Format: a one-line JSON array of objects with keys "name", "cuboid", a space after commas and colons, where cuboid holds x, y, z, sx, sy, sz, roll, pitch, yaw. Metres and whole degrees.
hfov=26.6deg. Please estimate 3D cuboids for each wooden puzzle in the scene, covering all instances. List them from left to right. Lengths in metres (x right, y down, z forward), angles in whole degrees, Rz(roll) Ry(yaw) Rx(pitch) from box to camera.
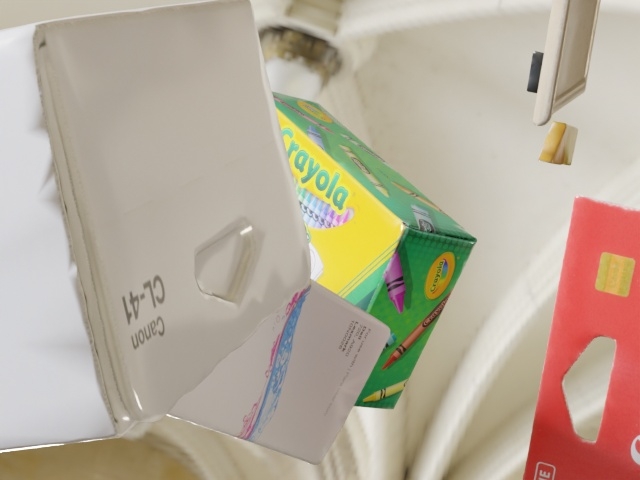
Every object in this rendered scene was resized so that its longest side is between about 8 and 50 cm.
[{"name": "wooden puzzle", "cuboid": [0.091, -0.081, 0.500, 0.014, 0.116, 0.078, 14, 16, 18]}]

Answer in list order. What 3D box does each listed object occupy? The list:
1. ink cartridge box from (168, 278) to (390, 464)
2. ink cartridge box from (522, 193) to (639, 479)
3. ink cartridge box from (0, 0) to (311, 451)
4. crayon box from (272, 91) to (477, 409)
[{"name": "ink cartridge box", "cuboid": [-0.108, 0.038, 0.889, 0.201, 0.117, 0.278, 25, -5, 31]}, {"name": "ink cartridge box", "cuboid": [0.278, 0.137, 0.955, 0.261, 0.066, 0.296, 13, -68, 16]}, {"name": "ink cartridge box", "cuboid": [-0.183, -0.001, 0.518, 0.306, 0.131, 0.226, -10, 10, 15]}, {"name": "crayon box", "cuboid": [0.000, 0.000, 1.172, 0.081, 0.165, 0.278, 11, 22, -36]}]
